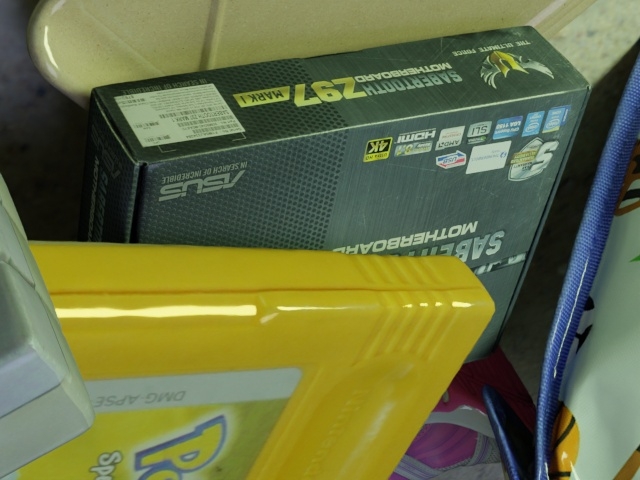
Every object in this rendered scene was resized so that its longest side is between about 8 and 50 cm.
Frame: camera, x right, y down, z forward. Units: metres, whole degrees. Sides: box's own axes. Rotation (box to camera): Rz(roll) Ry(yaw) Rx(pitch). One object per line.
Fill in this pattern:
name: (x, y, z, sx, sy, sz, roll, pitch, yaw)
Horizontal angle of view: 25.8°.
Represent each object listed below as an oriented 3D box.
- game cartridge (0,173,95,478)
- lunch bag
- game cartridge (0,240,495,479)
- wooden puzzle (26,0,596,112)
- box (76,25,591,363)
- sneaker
game cartridge: (-0.261, 0.052, 0.425, 0.355, 0.230, 0.068, -29, 136, -3)
lunch bag: (0.248, 0.124, 0.808, 0.328, 0.238, 0.386, 51, 54, -52)
game cartridge: (-0.107, 0.121, 0.630, 0.323, 0.053, 0.285, 2, 129, -36)
wooden puzzle: (0.013, -0.119, 0.640, 0.238, 0.044, 0.221, -43, 141, 8)
box: (0.000, 0.000, 0.666, 0.232, 0.059, 0.183, -11, 136, -27)
sneaker: (0.036, 0.101, 0.850, 0.252, 0.103, 0.111, 15, 129, -42)
